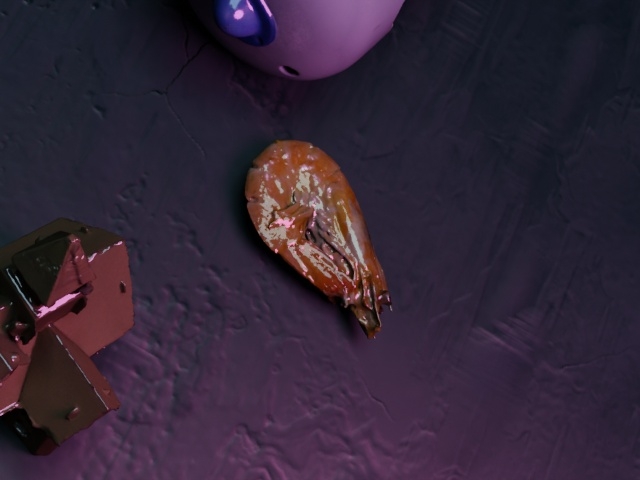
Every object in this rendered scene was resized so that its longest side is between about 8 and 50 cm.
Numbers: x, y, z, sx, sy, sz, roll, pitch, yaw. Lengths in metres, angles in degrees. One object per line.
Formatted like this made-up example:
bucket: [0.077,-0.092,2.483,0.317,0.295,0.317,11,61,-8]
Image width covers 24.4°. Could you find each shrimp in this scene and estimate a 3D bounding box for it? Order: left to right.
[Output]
shrimp: [-0.001,0.001,1.423,0.115,0.051,0.217,-22,78,-25]

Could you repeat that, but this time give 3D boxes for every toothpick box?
toothpick box: [0.001,-0.319,1.458,0.263,0.263,0.354,43,58,-2]

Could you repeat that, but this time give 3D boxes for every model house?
model house: [-0.217,0.063,1.173,0.181,0.248,0.176,-32,83,-32]
